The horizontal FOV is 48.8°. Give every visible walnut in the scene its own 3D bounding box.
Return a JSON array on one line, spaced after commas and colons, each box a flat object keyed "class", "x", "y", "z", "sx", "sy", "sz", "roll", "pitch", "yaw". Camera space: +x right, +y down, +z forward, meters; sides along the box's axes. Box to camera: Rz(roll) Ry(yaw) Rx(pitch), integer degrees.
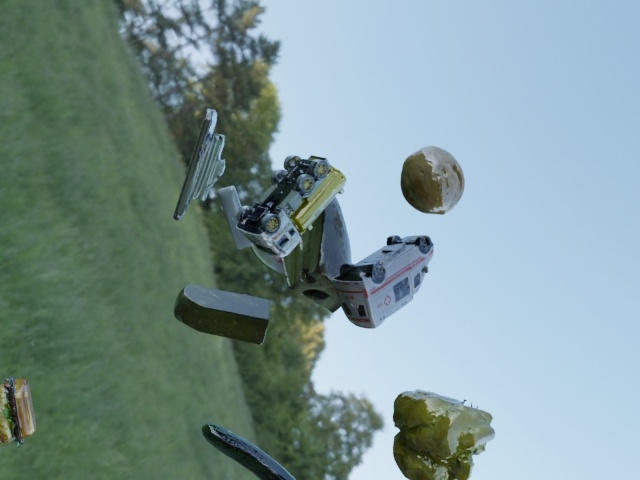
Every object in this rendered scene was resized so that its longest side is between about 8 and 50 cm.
[{"class": "walnut", "x": 0.258, "y": -0.137, "z": 1.637, "sx": 0.166, "sy": 0.149, "sz": 0.167, "roll": -18, "pitch": 90, "yaw": -73}]

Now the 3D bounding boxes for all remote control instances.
[{"class": "remote control", "x": -0.229, "y": -0.058, "z": 1.903, "sx": 0.027, "sy": 0.049, "sz": 0.184, "roll": -102, "pitch": 176, "yaw": -62}]

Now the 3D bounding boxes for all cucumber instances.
[{"class": "cucumber", "x": -0.142, "y": 0.488, "z": 1.552, "sx": 0.284, "sy": 0.056, "sz": 0.056, "roll": 37, "pitch": -20, "yaw": -2}]

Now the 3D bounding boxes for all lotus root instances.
[{"class": "lotus root", "x": 0.004, "y": 0.003, "z": 1.510, "sx": 0.210, "sy": 0.142, "sz": 0.314, "roll": -50, "pitch": -147, "yaw": 40}]

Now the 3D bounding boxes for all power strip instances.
[{"class": "power strip", "x": -0.216, "y": -0.140, "z": 1.339, "sx": 0.064, "sy": 0.213, "sz": 0.198, "roll": 19, "pitch": 8, "yaw": -8}]

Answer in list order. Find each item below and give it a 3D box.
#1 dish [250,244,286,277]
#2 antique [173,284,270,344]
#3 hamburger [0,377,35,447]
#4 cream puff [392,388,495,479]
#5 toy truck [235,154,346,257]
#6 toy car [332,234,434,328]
[{"class": "dish", "x": -0.075, "y": 0.001, "z": 2.434, "sx": 0.324, "sy": 0.124, "sz": 0.324, "roll": 15, "pitch": -37, "yaw": 11}, {"class": "antique", "x": -0.233, "y": 0.172, "z": 1.658, "sx": 0.080, "sy": 0.220, "sz": 0.081, "roll": -96, "pitch": -159, "yaw": -57}, {"class": "hamburger", "x": -0.613, "y": 0.343, "z": 1.388, "sx": 0.166, "sy": 0.087, "sz": 0.137, "roll": 170, "pitch": -90, "yaw": -68}, {"class": "cream puff", "x": 0.211, "y": 0.376, "z": 1.333, "sx": 0.195, "sy": 0.194, "sz": 0.221, "roll": 58, "pitch": -10, "yaw": 4}, {"class": "toy truck", "x": -0.048, "y": -0.069, "z": 1.341, "sx": 0.098, "sy": 0.227, "sz": 0.114, "roll": 18, "pitch": -30, "yaw": 47}, {"class": "toy car", "x": 0.122, "y": 0.065, "z": 1.232, "sx": 0.089, "sy": 0.209, "sz": 0.108, "roll": -3, "pitch": -69, "yaw": 49}]
